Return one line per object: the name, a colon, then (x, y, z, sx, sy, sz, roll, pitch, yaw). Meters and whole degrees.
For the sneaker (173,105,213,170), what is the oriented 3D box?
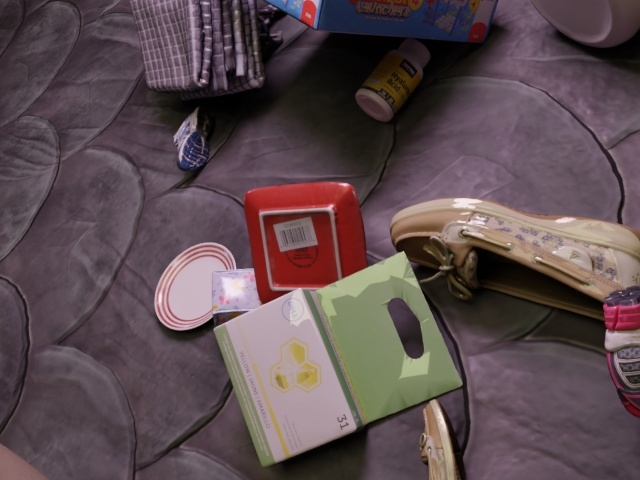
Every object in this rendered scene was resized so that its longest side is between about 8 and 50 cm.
sneaker: (-0.223, -0.165, 1.147, 0.058, 0.052, 0.135, -18, 44, 32)

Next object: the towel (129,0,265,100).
towel: (-0.220, -0.377, 1.117, 0.235, 0.121, 0.283, 9, 109, 47)

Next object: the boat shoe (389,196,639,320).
boat shoe: (0.199, 0.020, 0.730, 0.285, 0.104, 0.089, 7, 61, 33)

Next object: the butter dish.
butter dish: (0.000, 0.000, 0.862, 0.160, 0.118, 0.159, -2, 103, 28)

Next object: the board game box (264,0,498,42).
board game box: (0.045, -0.381, 0.975, 0.302, 0.308, 0.086, 42, 129, 41)

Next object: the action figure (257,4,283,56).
action figure: (-0.102, -0.430, 1.173, 0.141, 0.275, 0.164, -10, 16, -20)

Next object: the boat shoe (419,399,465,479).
boat shoe: (0.118, 0.235, 0.668, 0.048, 0.056, 0.153, -17, 60, 15)

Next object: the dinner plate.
dinner plate: (-0.180, 0.068, 0.980, 0.141, 0.017, 0.141, -16, 52, 22)

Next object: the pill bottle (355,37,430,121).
pill bottle: (0.108, -0.236, 0.982, 0.065, 0.065, 0.116, 27, 76, 40)

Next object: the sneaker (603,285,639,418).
sneaker: (0.402, 0.091, 0.573, 0.299, 0.121, 0.111, -4, 93, 17)

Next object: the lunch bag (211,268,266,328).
lunch bag: (-0.102, 0.079, 0.902, 0.083, 0.053, 0.071, -5, 54, -5)

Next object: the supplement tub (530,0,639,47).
supplement tub: (0.399, -0.393, 0.833, 0.272, 0.191, 0.191, -43, 48, -1)

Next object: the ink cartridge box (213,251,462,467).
ink cartridge box: (0.015, 0.131, 0.758, 0.235, 0.056, 0.171, -26, 75, 15)

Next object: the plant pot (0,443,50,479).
plant pot: (-0.371, 0.345, 0.733, 0.257, 0.274, 0.256, -16, 53, 22)
